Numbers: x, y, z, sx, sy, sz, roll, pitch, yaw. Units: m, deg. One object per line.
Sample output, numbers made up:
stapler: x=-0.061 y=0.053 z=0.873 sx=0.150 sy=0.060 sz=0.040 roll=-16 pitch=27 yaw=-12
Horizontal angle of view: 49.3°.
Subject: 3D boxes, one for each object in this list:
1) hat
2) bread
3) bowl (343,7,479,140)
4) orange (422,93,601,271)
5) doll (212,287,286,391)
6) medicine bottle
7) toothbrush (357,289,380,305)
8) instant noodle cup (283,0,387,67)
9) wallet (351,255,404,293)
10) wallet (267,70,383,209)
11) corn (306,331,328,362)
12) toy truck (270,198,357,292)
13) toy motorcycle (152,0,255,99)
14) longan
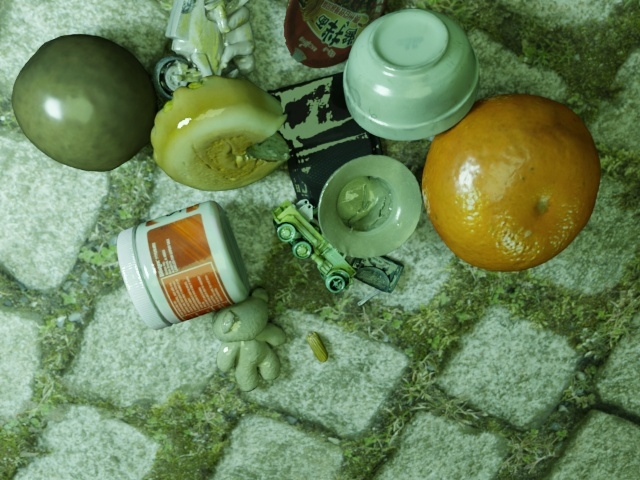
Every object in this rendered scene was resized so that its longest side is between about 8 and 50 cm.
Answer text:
hat: x=0.104 y=-0.094 z=1.675 sx=0.257 sy=0.130 sz=0.257 roll=-5 pitch=110 yaw=-13
bread: x=-0.224 y=-0.238 z=1.543 sx=0.333 sy=0.333 sz=0.160 roll=-18 pitch=65 yaw=-1
bowl: x=0.193 y=-0.383 z=1.516 sx=0.307 sy=0.307 sz=0.163 roll=-19 pitch=151 yaw=-1
orange: x=0.432 y=-0.137 z=1.625 sx=0.423 sy=0.326 sz=0.424 roll=-10 pitch=119 yaw=-18
doll: x=-0.194 y=0.263 z=1.802 sx=0.149 sy=0.175 sz=0.278 roll=6 pitch=122 yaw=31
medicine bottle: x=-0.314 y=0.056 z=1.635 sx=0.240 sy=0.252 sz=0.253 roll=-20 pitch=109 yaw=-1
toothbrush: x=0.153 y=0.134 z=1.845 sx=0.131 sy=0.013 sz=0.011 roll=-33 pitch=106 yaw=5
instant noodle cup: x=0.014 y=-0.521 z=1.542 sx=0.274 sy=0.091 sz=0.274 roll=-26 pitch=146 yaw=-19
wallet: x=0.144 y=0.079 z=1.812 sx=0.129 sy=0.026 sz=0.088 roll=25 pitch=103 yaw=-6
wallet: x=0.025 y=-0.235 z=1.695 sx=0.247 sy=0.041 sz=0.323 roll=-16 pitch=110 yaw=-4
corn: x=-0.007 y=0.285 z=1.863 sx=0.037 sy=0.037 sz=0.092 roll=-25 pitch=112 yaw=2
toy truck: x=0.000 y=0.004 z=1.725 sx=0.135 sy=0.128 sz=0.259 roll=-39 pitch=108 yaw=2
toy motorcycle: x=-0.230 y=-0.456 z=1.542 sx=0.222 sy=0.108 sz=0.341 roll=14 pitch=95 yaw=-34
longan: x=-0.496 y=-0.291 z=1.496 sx=0.297 sy=0.297 sz=0.297 roll=-2 pitch=108 yaw=-6
